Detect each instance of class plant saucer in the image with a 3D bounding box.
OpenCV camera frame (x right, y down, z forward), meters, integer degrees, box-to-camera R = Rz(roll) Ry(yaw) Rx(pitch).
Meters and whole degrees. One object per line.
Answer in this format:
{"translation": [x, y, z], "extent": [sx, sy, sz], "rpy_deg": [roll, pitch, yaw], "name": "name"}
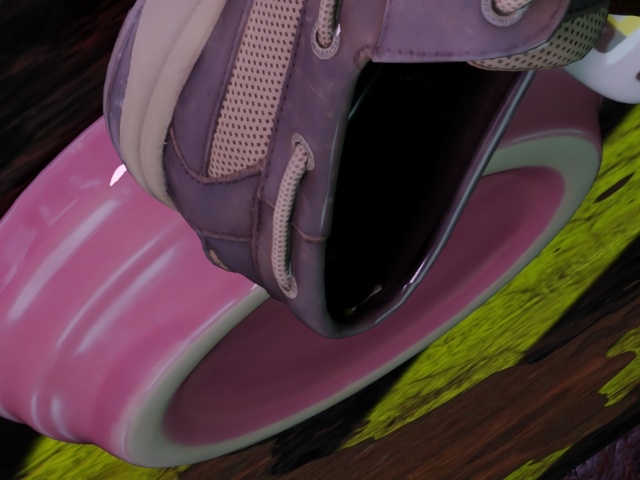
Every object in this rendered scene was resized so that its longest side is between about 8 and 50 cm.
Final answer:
{"translation": [0.000, 0.000, 0.852], "extent": [0.332, 0.084, 0.332], "rpy_deg": [-29, 162, -10], "name": "plant saucer"}

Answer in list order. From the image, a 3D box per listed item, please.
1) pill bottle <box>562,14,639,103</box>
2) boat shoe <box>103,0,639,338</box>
{"translation": [0.151, -0.154, 0.651], "extent": [0.215, 0.117, 0.117], "rpy_deg": [-41, 161, 23], "name": "pill bottle"}
{"translation": [0.049, -0.106, 0.552], "extent": [0.132, 0.130, 0.355], "rpy_deg": [-22, 152, -35], "name": "boat shoe"}
